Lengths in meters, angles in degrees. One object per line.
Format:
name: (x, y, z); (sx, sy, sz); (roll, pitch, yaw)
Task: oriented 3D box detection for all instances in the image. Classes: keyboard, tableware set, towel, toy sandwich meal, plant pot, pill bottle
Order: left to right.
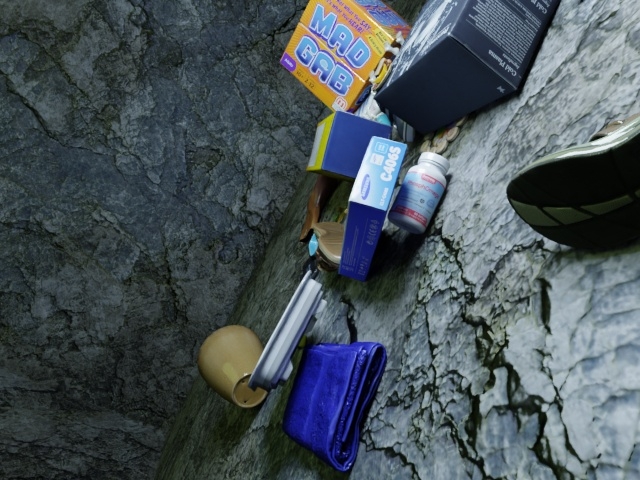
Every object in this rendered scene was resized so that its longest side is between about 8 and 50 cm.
plant pot: (-0.266, 0.440, 1.400); (0.237, 0.237, 0.254); (-63, 28, -3)
keyboard: (-0.044, 0.118, 1.568); (0.108, 0.023, 0.180); (-52, 14, 14)
towel: (0.007, 0.312, 0.864); (0.228, 0.076, 0.308); (-66, 14, -21)
tableware set: (0.084, -0.111, 1.535); (0.104, 0.024, 0.154); (-63, 14, -4)
toy sandwich meal: (0.147, -0.411, 1.041); (0.086, 0.029, 0.086); (-56, 13, 20)
pill bottle: (0.212, -0.101, 0.891); (0.160, 0.087, 0.087); (-64, 13, -5)

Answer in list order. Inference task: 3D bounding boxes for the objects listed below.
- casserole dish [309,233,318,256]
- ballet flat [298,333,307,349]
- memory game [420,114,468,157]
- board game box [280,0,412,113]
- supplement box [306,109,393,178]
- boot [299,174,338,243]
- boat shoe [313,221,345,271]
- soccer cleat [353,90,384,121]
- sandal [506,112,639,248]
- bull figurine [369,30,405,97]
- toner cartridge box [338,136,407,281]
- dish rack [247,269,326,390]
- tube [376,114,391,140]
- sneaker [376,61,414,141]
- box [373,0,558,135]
casserole dish: (0.000, 0.000, 1.604); (0.114, 0.037, 0.188); (-59, 13, 13)
ballet flat: (-0.079, 0.271, 1.294); (0.077, 0.077, 0.231); (-50, 10, -10)
memory game: (0.308, -0.280, 1.047); (0.186, 0.012, 0.186); (-55, 15, 22)
board game box: (0.131, -0.778, 1.713); (0.356, 0.356, 0.356); (-38, -11, -51)
supplement box: (0.088, -0.317, 1.487); (0.356, 0.195, 0.194); (-138, 63, -76)
boot: (-0.018, -0.157, 1.859); (0.264, 0.096, 0.281); (-46, 21, 49)
boat shoe: (0.042, 0.037, 1.257); (0.342, 0.123, 0.123); (-128, 37, -70)
soccer cleat: (0.190, -0.497, 1.687); (0.331, 0.116, 0.143); (-56, 7, 19)
sandal: (0.327, -0.078, 0.417); (0.086, 0.120, 0.303); (-37, 0, -32)
bull figurine: (0.286, -0.582, 1.420); (0.311, 0.188, 0.101); (-66, 29, 9)
toner cartridge box: (0.107, -0.050, 0.937); (0.348, 0.075, 0.165); (93, -164, -62)
dish rack: (-0.072, 0.244, 1.026); (0.286, 0.072, 0.333); (-62, -4, -22)
tube: (0.225, -0.368, 1.483); (0.080, 0.052, 0.207); (116, 166, -45)
sneaker: (0.229, -0.418, 1.266); (0.126, 0.127, 0.321); (77, -162, -53)
box: (0.322, -0.454, 0.952); (0.313, 0.178, 0.343); (-63, 14, -10)
